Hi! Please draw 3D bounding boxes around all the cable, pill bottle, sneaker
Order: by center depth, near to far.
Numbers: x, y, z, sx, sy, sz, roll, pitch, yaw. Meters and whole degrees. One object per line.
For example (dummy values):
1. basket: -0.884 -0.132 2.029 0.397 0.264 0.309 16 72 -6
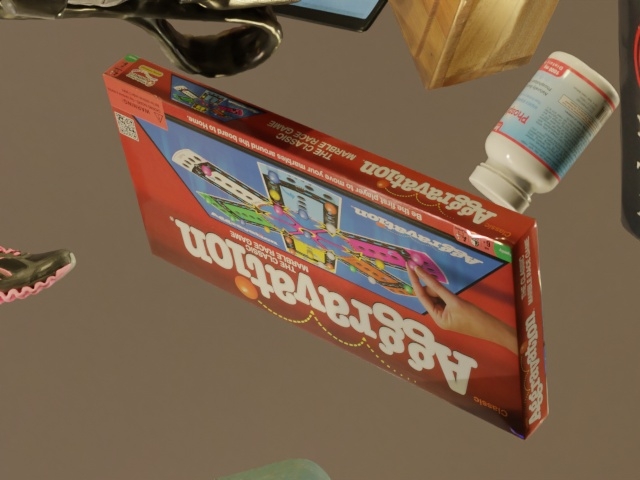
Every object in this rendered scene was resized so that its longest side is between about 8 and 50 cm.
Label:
1. cable: -0.087 -0.138 0.839 0.287 0.072 0.139 -9 -29 -46
2. sneaker: -0.226 0.017 1.146 0.119 0.047 0.057 -15 -88 -2
3. pill bottle: 0.225 -0.107 1.736 0.160 0.087 0.087 -52 -49 -3

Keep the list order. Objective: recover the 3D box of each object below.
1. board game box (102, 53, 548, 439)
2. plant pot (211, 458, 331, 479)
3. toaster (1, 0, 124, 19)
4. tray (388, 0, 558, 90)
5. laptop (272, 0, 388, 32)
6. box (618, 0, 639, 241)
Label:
1. board game box: 0.000 0.000 0.944 0.027 0.281 0.145 -44 -38 -30
2. plant pot: -0.053 0.258 0.876 0.247 0.252 0.248 -18 -58 27
3. toaster: -0.101 -0.196 0.626 0.129 0.227 0.146 4 -28 -22
4. tray: 0.029 -0.311 0.947 0.076 0.411 0.203 -16 -20 -13
5. laptop: -0.009 -0.330 1.405 0.136 0.234 0.264 -24 -59 -43
6. box: 0.276 -0.080 0.615 0.179 0.343 0.312 -23 -51 -20
